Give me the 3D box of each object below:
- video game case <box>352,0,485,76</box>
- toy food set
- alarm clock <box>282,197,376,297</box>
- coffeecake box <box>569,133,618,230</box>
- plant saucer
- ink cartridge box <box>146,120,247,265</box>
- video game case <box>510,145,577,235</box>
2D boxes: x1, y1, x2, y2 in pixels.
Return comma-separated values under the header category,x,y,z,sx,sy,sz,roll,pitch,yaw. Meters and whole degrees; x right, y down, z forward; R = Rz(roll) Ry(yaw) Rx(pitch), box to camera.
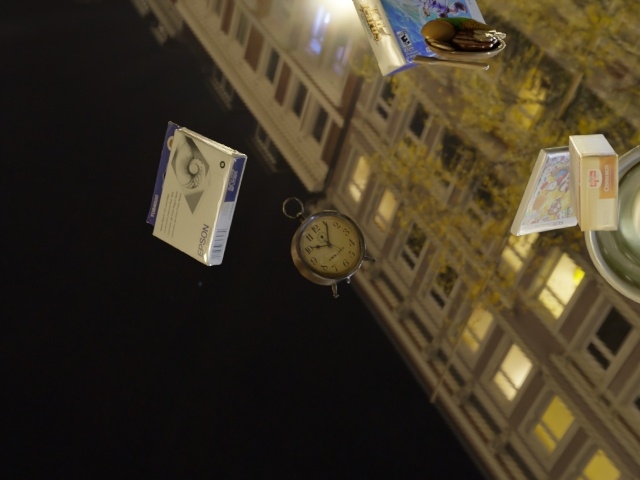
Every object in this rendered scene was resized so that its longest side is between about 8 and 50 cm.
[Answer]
category,x,y,z,sx,sy,sz,roll,pitch,yaw
video game case,0.157,-0.429,1.484,0.269,0.061,0.244,-28,-86,-44
toy food set,0.217,-0.312,1.328,0.132,0.039,0.192,9,-150,15
alarm clock,0.000,0.000,1.565,0.129,0.064,0.192,-40,-89,-21
coffeecake box,0.518,-0.113,1.648,0.068,0.143,0.185,-2,-161,10
plant saucer,0.763,-0.045,1.816,0.400,0.401,0.100,23,-151,7
ink cartridge box,-0.256,-0.095,1.667,0.224,0.223,0.045,26,-161,33
video game case,0.561,-0.120,2.029,0.206,0.227,0.026,-9,-141,-30
